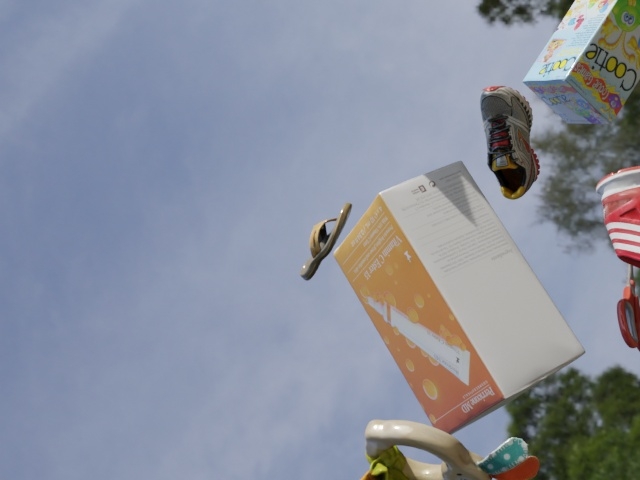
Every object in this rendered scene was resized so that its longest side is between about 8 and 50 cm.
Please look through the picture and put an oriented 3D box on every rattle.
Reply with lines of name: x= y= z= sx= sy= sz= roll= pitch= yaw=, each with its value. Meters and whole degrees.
rattle: x=0.134 y=0.284 z=1.059 sx=0.143 sy=0.199 sz=0.130 roll=-57 pitch=-24 yaw=-50

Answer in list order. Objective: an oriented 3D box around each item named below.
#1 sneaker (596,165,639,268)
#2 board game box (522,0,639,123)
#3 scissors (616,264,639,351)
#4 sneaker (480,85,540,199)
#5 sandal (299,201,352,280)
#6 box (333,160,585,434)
sneaker: x=0.411 y=-0.022 z=0.981 sx=0.087 sy=0.221 sz=0.128 roll=29 pitch=-128 yaw=-67
board game box: x=0.548 y=-0.378 z=1.820 sx=0.142 sy=0.144 sz=0.275 roll=37 pitch=-97 yaw=-22
scissors: x=0.592 y=0.090 z=1.796 sx=0.109 sy=0.021 sz=0.297 roll=36 pitch=-137 yaw=-31
sneaker: x=0.338 y=-0.174 z=1.678 sx=0.093 sy=0.088 sz=0.225 roll=-55 pitch=-50 yaw=-44
sandal: x=0.000 y=0.000 z=1.668 sx=0.180 sy=0.049 sz=0.072 roll=-55 pitch=5 yaw=37
box: x=0.200 y=0.092 z=1.432 sx=0.168 sy=0.345 sz=0.215 roll=-22 pitch=-18 yaw=-29
